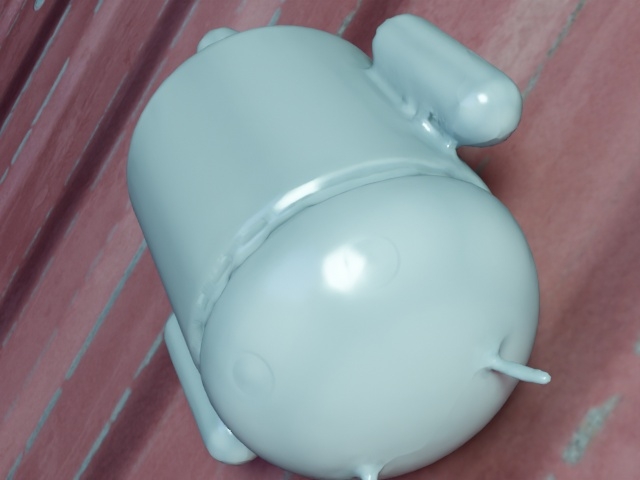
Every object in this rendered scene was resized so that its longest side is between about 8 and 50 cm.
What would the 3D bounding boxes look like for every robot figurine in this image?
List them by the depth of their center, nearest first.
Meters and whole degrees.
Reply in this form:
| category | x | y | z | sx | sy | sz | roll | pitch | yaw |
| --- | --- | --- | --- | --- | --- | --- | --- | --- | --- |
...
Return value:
| category | x | y | z | sx | sy | sz | roll | pitch | yaw |
| --- | --- | --- | --- | --- | --- | --- | --- | --- | --- |
| robot figurine | 0.000 | 0.000 | 0.544 | 0.300 | 0.199 | 0.353 | -55 | 41 | 23 |
